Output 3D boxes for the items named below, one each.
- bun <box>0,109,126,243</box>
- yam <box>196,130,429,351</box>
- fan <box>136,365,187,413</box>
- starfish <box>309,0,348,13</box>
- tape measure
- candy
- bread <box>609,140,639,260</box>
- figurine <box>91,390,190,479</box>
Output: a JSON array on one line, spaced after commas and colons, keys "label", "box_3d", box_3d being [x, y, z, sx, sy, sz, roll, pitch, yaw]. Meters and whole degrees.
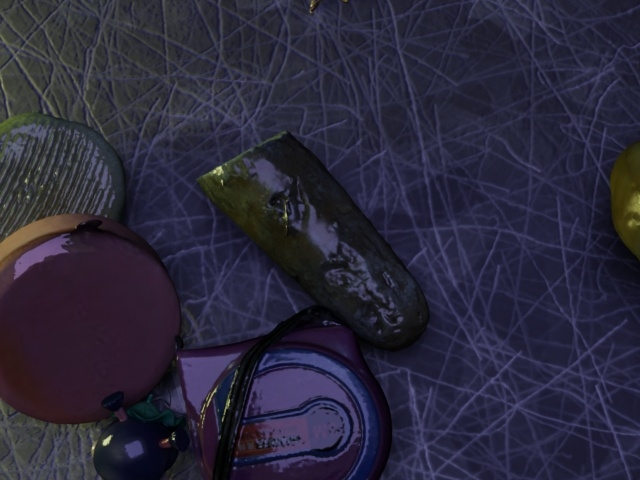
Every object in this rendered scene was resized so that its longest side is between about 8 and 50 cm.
[{"label": "bun", "box_3d": [-0.340, -0.043, 1.771, 0.221, 0.108, 0.221, 1, 81, -6]}, {"label": "yam", "box_3d": [0.000, 0.000, 1.734, 0.133, 0.133, 0.330, -41, 80, -7]}, {"label": "fan", "box_3d": [-0.175, 0.189, 1.758, 0.060, 0.003, 0.080, 42, 81, 12]}, {"label": "starfish", "box_3d": [0.005, -0.339, 1.876, 0.086, 0.016, 0.092, -36, 75, -8]}, {"label": "tape measure", "box_3d": [-0.036, 0.203, 1.664, 0.231, 0.149, 0.245, -9, 84, 1]}, {"label": "candy", "box_3d": [-0.283, 0.085, 1.683, 0.255, 0.094, 0.255, -6, 111, -15]}, {"label": "bread", "box_3d": [0.503, -0.027, 1.674, 0.341, 0.210, 0.300, -14, 43, -6]}, {"label": "figurine", "box_3d": [-0.216, 0.273, 1.666, 0.111, 0.102, 0.195, 19, 94, 6]}]
